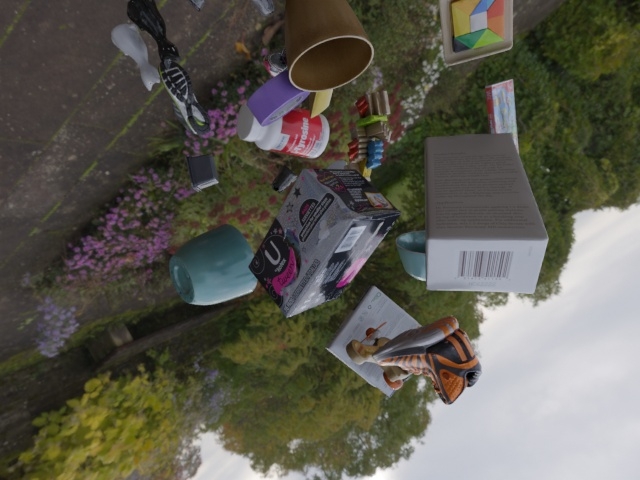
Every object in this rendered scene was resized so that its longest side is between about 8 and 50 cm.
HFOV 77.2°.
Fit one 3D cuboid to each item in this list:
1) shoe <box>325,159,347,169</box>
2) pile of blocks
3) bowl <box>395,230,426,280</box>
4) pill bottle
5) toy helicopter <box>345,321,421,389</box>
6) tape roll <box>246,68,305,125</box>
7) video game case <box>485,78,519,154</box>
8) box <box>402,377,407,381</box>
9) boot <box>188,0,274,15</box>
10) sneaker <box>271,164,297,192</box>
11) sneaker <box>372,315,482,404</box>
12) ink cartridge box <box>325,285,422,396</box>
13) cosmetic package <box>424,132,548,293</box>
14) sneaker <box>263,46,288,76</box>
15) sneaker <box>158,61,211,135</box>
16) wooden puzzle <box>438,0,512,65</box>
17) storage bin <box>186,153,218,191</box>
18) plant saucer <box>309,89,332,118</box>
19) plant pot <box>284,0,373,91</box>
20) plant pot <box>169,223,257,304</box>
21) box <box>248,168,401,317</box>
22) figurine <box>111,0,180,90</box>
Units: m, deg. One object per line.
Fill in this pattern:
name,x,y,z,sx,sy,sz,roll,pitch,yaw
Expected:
shoe,0.052,-0.313,1.867,0.178,0.063,0.081,-34,178,19
pile of blocks,0.166,-0.372,1.500,0.112,0.149,0.362,-13,120,-35
bowl,0.503,0.078,1.847,0.311,0.163,0.311,-3,-161,1
pill bottle,-0.179,-0.535,1.922,0.408,0.229,0.229,1,150,-37
toy helicopter,0.208,0.400,1.460,0.140,0.235,0.355,-43,140,21
tape roll,-0.129,-0.439,1.237,0.189,0.080,0.189,-33,-171,6
video game case,0.604,-0.374,1.324,0.025,0.285,0.204,3,-157,43
box,0.320,0.641,2.009,0.175,0.220,0.051,-53,164,19
boot,-0.313,-0.795,1.250,0.223,0.118,0.338,-44,140,5
sneaker,-0.193,-0.304,2.024,0.130,0.109,0.286,-52,-175,2
sneaker,0.254,0.312,0.982,0.124,0.180,0.321,-26,170,-30
ink cartridge box,0.242,0.414,1.668,0.324,0.330,0.071,-51,-174,-16
cosmetic package,0.373,-0.089,0.986,0.230,0.161,0.453,1,-139,15
sneaker,-0.099,-0.751,1.628,0.299,0.121,0.112,-30,-176,-28
sneaker,-0.549,-0.547,1.570,0.121,0.300,0.111,0,-150,47
wooden puzzle,0.505,-0.712,1.295,0.221,0.238,0.044,-10,-144,15
storage bin,-0.453,-0.266,1.561,0.091,0.135,0.098,-14,170,3
plant saucer,0.019,-0.760,1.762,0.081,0.333,0.333,7,141,-10
plant pot,-0.003,-0.588,1.099,0.237,0.254,0.237,-15,172,-2
plant pot,-0.419,0.108,1.511,0.235,0.293,0.293,-22,165,-41
box,0.000,0.000,0.761,0.163,0.142,0.247,-10,140,-49
figurine,-0.558,-0.623,1.294,0.215,0.209,0.092,-23,-170,40
